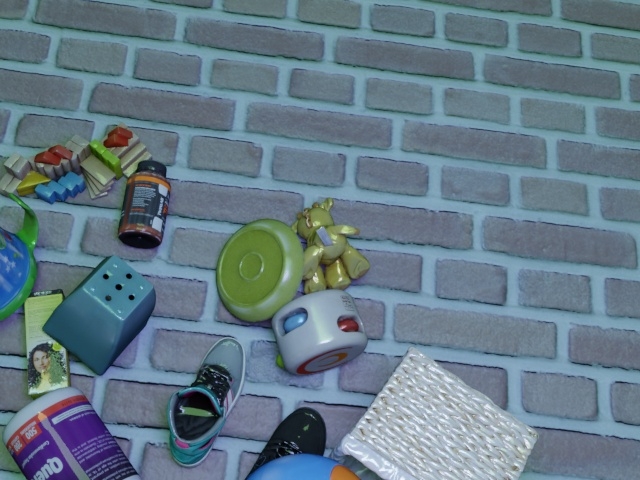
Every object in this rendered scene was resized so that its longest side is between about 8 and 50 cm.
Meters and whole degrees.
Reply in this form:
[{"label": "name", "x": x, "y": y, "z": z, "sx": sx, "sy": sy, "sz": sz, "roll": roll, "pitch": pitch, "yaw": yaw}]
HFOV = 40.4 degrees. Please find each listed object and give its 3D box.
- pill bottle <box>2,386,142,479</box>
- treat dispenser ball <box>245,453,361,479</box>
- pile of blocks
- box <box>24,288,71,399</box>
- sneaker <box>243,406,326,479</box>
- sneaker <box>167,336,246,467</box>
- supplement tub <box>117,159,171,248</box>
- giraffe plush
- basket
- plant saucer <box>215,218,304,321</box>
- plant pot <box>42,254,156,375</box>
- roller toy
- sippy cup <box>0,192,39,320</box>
[{"label": "pill bottle", "x": -0.478, "y": 0.464, "z": 1.735, "sx": 0.181, "sy": 0.181, "sz": 0.323, "roll": -34, "pitch": 73, "yaw": -19}, {"label": "treat dispenser ball", "x": -0.030, "y": 0.533, "z": 1.578, "sx": 0.288, "sy": 0.288, "sz": 0.288, "roll": 2, "pitch": 66, "yaw": -5}, {"label": "pile of blocks", "x": -0.579, "y": -0.176, "z": 2.049, "sx": 0.362, "sy": 0.112, "sz": 0.149, "roll": -22, "pitch": 70, "yaw": -15}, {"label": "box", "x": -0.595, "y": 0.225, "z": 1.898, "sx": 0.087, "sy": 0.058, "sz": 0.232, "roll": -8, "pitch": 67, "yaw": -10}, {"label": "sneaker", "x": -0.086, "y": 0.490, "z": 1.791, "sx": 0.125, "sy": 0.139, "sz": 0.340, "roll": 26, "pitch": 64, "yaw": 9}, {"label": "sneaker", "x": -0.238, "y": 0.319, "z": 1.828, "sx": 0.124, "sy": 0.178, "sz": 0.295, "roll": 19, "pitch": 65, "yaw": 2}, {"label": "supplement tub", "x": -0.407, "y": -0.087, "z": 2.032, "sx": 0.106, "sy": 0.106, "sz": 0.197, "roll": 6, "pitch": 66, "yaw": -3}, {"label": "giraffe plush", "x": 0.000, "y": 0.000, "z": 2.020, "sx": 0.182, "sy": 0.210, "sz": 0.170, "roll": -16, "pitch": 40, "yaw": -9}, {"label": "basket", "x": 0.215, "y": 0.441, "z": 1.745, "sx": 0.331, "sy": 0.328, "sz": 0.266, "roll": 34, "pitch": 65, "yaw": 10}, {"label": "plant saucer", "x": -0.148, "y": 0.062, "z": 1.956, "sx": 0.241, "sy": 0.037, "sz": 0.240, "roll": -10, "pitch": 71, "yaw": 30}, {"label": "plant pot", "x": -0.449, "y": 0.139, "z": 1.823, "sx": 0.166, "sy": 0.234, "sz": 0.165, "roll": 39, "pitch": 54, "yaw": -3}, {"label": "roller toy", "x": -0.002, "y": 0.195, "z": 1.903, "sx": 0.209, "sy": 0.191, "sz": 0.146, "roll": -15, "pitch": 68, "yaw": -12}, {"label": "sippy cup", "x": -0.757, "y": 0.035, "z": 1.846, "sx": 0.240, "sy": 0.224, "sz": 0.305, "roll": 2, "pitch": 59, "yaw": 10}]
